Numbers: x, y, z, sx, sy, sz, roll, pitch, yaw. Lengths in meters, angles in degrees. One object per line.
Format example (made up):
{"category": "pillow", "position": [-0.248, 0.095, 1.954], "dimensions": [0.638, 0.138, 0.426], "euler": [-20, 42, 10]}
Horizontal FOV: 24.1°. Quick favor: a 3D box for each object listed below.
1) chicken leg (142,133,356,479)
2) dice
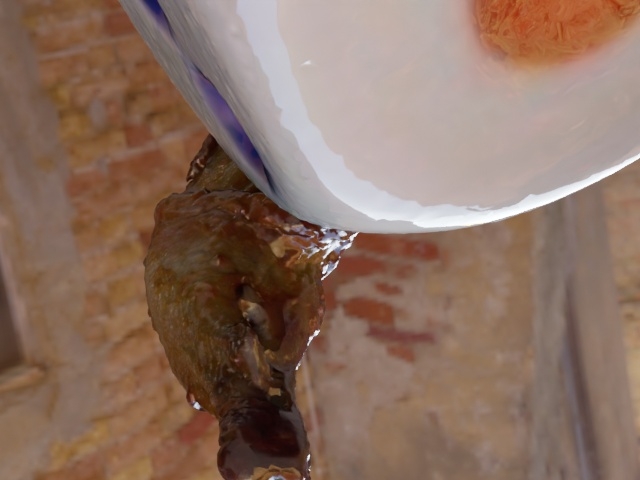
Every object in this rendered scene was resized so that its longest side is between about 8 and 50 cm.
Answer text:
{"category": "chicken leg", "position": [-0.011, 0.001, 0.824], "dimensions": [0.177, 0.083, 0.322], "euler": [7, -123, 43]}
{"category": "dice", "position": [0.041, -0.197, 0.726], "dimensions": [0.304, 0.277, 0.304], "euler": [-32, -136, -7]}
